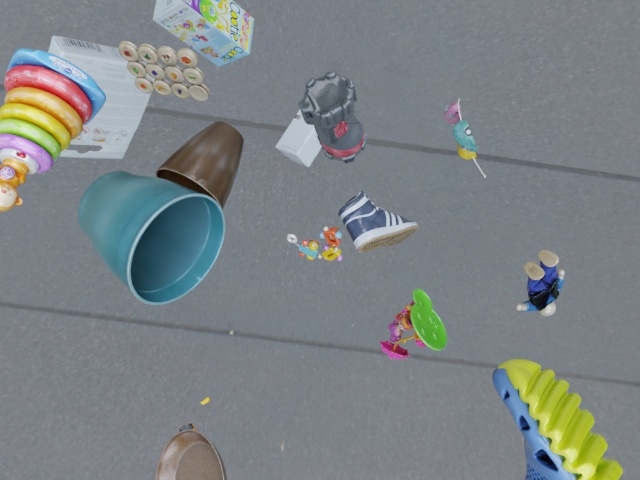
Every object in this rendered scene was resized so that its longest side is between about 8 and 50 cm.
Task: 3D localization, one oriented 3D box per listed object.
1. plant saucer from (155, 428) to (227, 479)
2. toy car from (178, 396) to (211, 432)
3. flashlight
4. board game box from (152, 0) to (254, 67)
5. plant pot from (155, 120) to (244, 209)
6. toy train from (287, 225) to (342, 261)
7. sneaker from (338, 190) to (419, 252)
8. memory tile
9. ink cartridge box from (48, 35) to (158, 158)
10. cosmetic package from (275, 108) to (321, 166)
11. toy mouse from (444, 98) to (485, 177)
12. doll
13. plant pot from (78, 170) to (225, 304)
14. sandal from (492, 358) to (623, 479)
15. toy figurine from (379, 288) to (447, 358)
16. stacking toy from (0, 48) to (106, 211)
[{"bbox_3d":[-0.233,0.452,1.024,0.199,0.036,0.198,-10,73,37],"label":"plant saucer"},{"bbox_3d":[-0.296,0.449,1.374,0.060,0.040,0.122,39,86,9],"label":"toy car"},{"bbox_3d":[0.035,-0.225,1.033,0.103,0.304,0.103,17,85,6],"label":"flashlight"},{"bbox_3d":[-0.356,-0.689,1.725,0.144,0.275,0.142,-9,68,35],"label":"board game box"},{"bbox_3d":[-0.328,-0.230,1.630,0.215,0.215,0.230,30,68,-7],"label":"plant pot"},{"bbox_3d":[0.000,0.000,1.463,0.166,0.046,0.125,-2,134,35],"label":"toy train"},{"bbox_3d":[0.164,-0.062,1.572,0.099,0.282,0.153,-45,69,35],"label":"sneaker"},{"bbox_3d":[-0.274,-0.296,0.977,0.148,0.113,0.012,10,59,11],"label":"memory tile"},{"bbox_3d":[-0.715,-0.429,1.742,0.091,0.308,0.385,55,127,25],"label":"ink cartridge box"},{"bbox_3d":[-0.035,-0.372,1.849,0.231,0.117,0.085,-57,139,-7],"label":"cosmetic package"},{"bbox_3d":[0.254,-0.209,1.021,0.031,0.143,0.161,-21,59,13],"label":"toy mouse"},{"bbox_3d":[0.440,0.098,1.104,0.129,0.046,0.189,-40,139,-4],"label":"doll"},{"bbox_3d":[-0.406,-0.032,1.273,0.255,0.272,0.271,29,101,26],"label":"plant pot"},{"bbox_3d":[0.313,0.307,0.715,0.138,0.126,0.317,-46,60,36],"label":"sandal"},{"bbox_3d":[0.219,0.235,1.439,0.130,0.173,0.159,22,135,-35],"label":"toy figurine"},{"bbox_3d":[-0.545,-0.188,1.035,0.175,0.166,0.301,28,60,-30],"label":"stacking toy"}]
